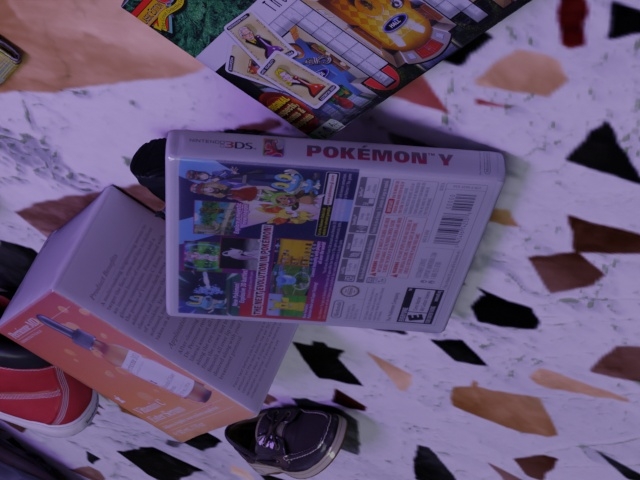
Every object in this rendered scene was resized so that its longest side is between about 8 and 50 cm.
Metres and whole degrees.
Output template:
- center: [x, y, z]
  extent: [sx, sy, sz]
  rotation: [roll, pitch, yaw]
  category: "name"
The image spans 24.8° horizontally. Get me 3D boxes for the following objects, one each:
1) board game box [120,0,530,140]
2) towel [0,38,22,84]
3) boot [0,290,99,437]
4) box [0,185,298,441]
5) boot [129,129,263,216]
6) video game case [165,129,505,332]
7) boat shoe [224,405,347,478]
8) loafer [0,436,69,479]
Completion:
- center: [0.013, -0.132, 0.683]
  extent: [0.136, 0.030, 0.260]
  rotation: [35, 150, -15]
  category: "board game box"
- center: [-0.224, -0.117, 0.914]
  extent: [0.060, 0.009, 0.083]
  rotation: [34, 151, -18]
  category: "towel"
- center: [-0.326, 0.087, 1.270]
  extent: [0.244, 0.088, 0.176]
  rotation: [8, 149, 13]
  category: "boot"
- center: [-0.124, 0.058, 1.049]
  extent: [0.170, 0.091, 0.130]
  rotation: [34, 151, -17]
  category: "box"
- center: [-0.052, -0.022, 0.906]
  extent: [0.121, 0.045, 0.099]
  rotation: [3, 147, 35]
  category: "boot"
- center: [0.000, 0.000, 0.863]
  extent: [0.183, 0.023, 0.201]
  rotation: [4, 152, -4]
  category: "video game case"
- center: [-0.033, 0.164, 1.196]
  extent: [0.049, 0.056, 0.152]
  rotation: [30, 152, -22]
  category: "boat shoe"
- center: [-0.352, 0.249, 1.587]
  extent: [0.109, 0.095, 0.302]
  rotation: [-30, 131, 22]
  category: "loafer"
